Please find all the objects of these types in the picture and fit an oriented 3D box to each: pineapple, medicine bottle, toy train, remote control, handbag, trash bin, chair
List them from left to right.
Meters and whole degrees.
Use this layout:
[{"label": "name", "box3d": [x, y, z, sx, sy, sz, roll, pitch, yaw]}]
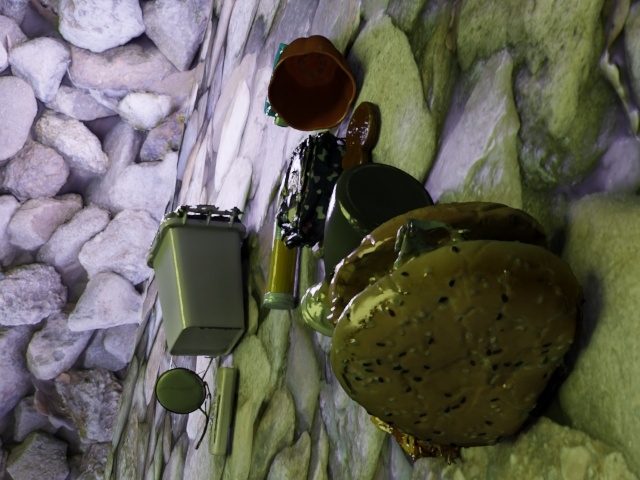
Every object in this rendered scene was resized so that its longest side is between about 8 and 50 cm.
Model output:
[{"label": "chair", "box3d": [-0.378, 0.423, 2.422, 0.326, 0.170, 0.160, -91, 18, -72]}, {"label": "trash bin", "box3d": [-0.325, 0.111, 2.384, 0.296, 0.255, 0.368, -53, 40, 48]}, {"label": "remote control", "box3d": [-0.258, 0.452, 2.298, 0.090, 0.049, 0.230, 160, 118, -66]}, {"label": "medicine bottle", "box3d": [-0.085, 0.048, 2.003, 0.074, 0.073, 0.218, 148, 131, -63]}, {"label": "toy train", "box3d": [-0.071, -0.379, 2.105, 0.163, 0.112, 0.203, -126, 51, -70]}, {"label": "handbag", "box3d": [-0.021, -0.108, 1.842, 0.162, 0.113, 0.260, 162, 122, -72]}, {"label": "pineapple", "box3d": [0.139, 0.240, 1.311, 0.233, 0.079, 0.135, -159, 81, -69]}]

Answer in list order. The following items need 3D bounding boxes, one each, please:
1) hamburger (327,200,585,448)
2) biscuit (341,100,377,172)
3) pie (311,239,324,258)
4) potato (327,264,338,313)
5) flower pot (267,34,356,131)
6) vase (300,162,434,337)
[{"label": "hamburger", "box3d": [0.149, 0.103, 1.095, 0.195, 0.276, 0.318, -94, 18, -53]}, {"label": "biscuit", "box3d": [0.079, -0.192, 1.741, 0.124, 0.026, 0.175, -159, 80, -70]}, {"label": "pie", "box3d": [0.000, 0.000, 1.872, 0.085, 0.017, 0.085, -170, 90, -70]}, {"label": "potato", "box3d": [0.085, 0.090, 1.376, 0.243, 0.138, 0.098, 105, 165, -53]}, {"label": "flower pot", "box3d": [-0.017, -0.359, 1.883, 0.173, 0.190, 0.191, -88, 19, -54]}, {"label": "vase", "box3d": [0.062, 0.031, 1.502, 0.321, 0.173, 0.173, 115, 155, -46]}]
